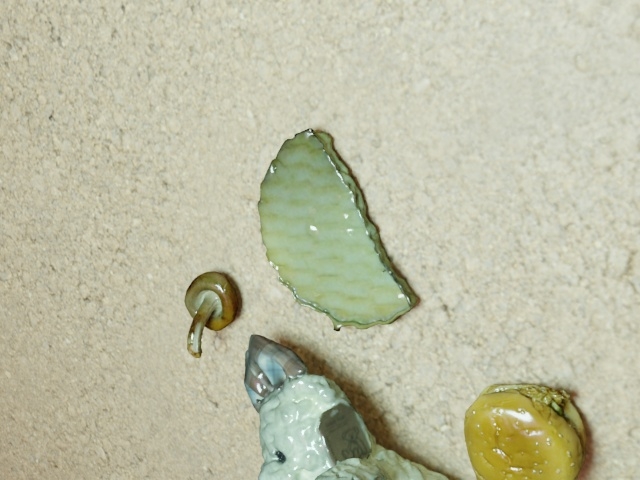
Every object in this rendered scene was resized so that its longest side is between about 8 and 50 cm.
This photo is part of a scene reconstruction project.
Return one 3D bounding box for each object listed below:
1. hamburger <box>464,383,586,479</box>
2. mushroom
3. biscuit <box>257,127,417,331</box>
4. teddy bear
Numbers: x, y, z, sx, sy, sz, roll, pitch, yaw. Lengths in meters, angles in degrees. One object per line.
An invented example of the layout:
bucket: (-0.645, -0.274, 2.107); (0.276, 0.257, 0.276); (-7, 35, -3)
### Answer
hamburger: (0.243, 0.240, 0.867); (0.138, 0.083, 0.147); (-5, 106, 30)
mushroom: (-0.169, 0.112, 1.093); (0.088, 0.073, 0.130); (12, 78, 15)
biscuit: (0.000, 0.000, 0.973); (0.187, 0.036, 0.274); (-26, 92, 36)
teddy bear: (-0.011, 0.359, 0.940); (0.362, 0.376, 0.327); (23, 150, 6)
